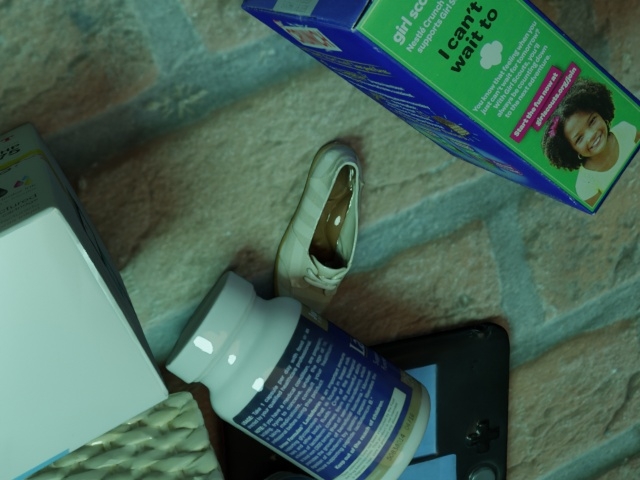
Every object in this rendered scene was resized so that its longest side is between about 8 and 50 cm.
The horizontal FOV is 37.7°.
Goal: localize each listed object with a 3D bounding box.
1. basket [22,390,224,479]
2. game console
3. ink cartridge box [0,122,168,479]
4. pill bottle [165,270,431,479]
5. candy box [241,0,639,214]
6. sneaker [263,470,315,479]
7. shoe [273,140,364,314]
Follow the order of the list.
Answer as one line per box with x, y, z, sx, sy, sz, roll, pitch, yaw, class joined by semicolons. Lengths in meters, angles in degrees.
-0.216;0.377;0.930;0.331;0.328;0.266;-14;131;-16;basket
0.067;0.292;1.197;0.386;0.060;0.342;-9;115;-19;game console
-0.286;0.051;0.828;0.198;0.270;0.197;-29;118;-9;ink cartridge box
-0.025;0.155;1.018;0.264;0.153;0.153;35;96;-11;pill bottle
0.115;-0.175;0.900;0.317;0.268;0.122;29;94;-30;candy box
0.027;0.351;1.129;0.237;0.086;0.085;31;92;-28;sneaker
0.000;0.000;1.046;0.076;0.058;0.219;6;109;-24;shoe
